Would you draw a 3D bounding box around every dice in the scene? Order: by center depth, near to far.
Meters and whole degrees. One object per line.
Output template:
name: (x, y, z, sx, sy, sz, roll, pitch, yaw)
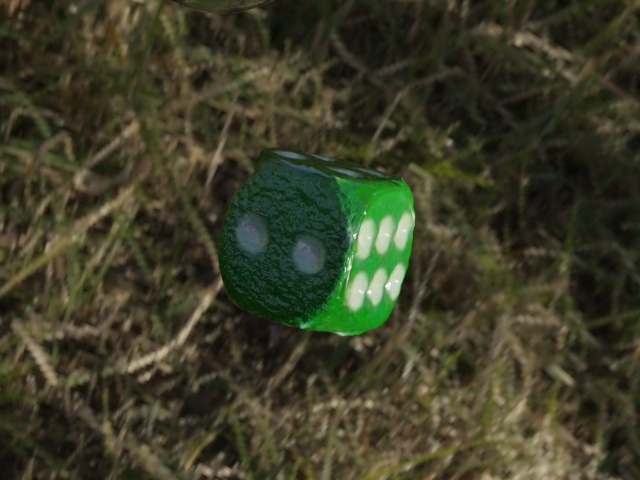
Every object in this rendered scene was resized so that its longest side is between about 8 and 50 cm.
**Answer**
dice: (0.000, 0.000, 1.301, 0.120, 0.130, 0.128, 16, 8, 26)

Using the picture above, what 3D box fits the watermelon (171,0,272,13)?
watermelon: (-0.043, -0.153, 0.701, 0.105, 0.133, 0.105, 0, 86, -7)
